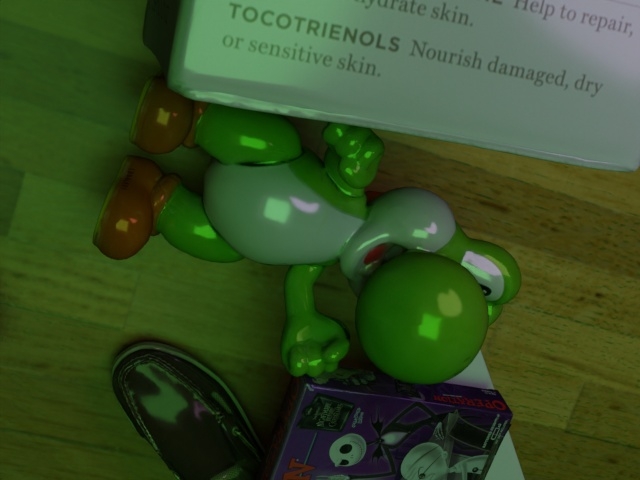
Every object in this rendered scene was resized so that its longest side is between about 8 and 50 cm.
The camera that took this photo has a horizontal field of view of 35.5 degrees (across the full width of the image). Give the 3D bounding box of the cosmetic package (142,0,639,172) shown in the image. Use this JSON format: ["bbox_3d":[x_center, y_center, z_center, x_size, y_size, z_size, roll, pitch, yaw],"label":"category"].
[{"bbox_3d":[0.066,-0.293,0.726,0.327,0.329,0.394,8,104,-15],"label":"cosmetic package"}]

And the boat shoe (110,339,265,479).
[{"bbox_3d":[-0.102,0.204,0.962,0.095,0.095,0.257,-40,111,1],"label":"boat shoe"}]

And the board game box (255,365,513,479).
[{"bbox_3d":[0.026,0.282,0.952,0.208,0.056,0.347,12,113,-15],"label":"board game box"}]

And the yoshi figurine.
[{"bbox_3d":[0.002,0.006,0.825,0.362,0.203,0.203,22,73,-8],"label":"yoshi figurine"}]

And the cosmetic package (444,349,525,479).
[{"bbox_3d":[0.139,0.158,1.006,0.060,0.099,0.239,-23,111,-5],"label":"cosmetic package"}]
